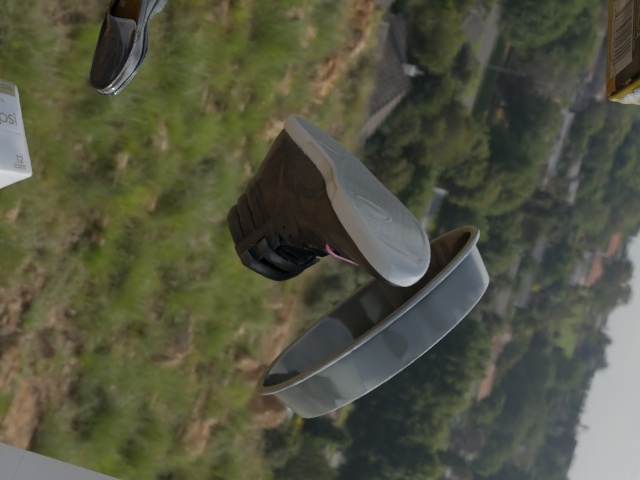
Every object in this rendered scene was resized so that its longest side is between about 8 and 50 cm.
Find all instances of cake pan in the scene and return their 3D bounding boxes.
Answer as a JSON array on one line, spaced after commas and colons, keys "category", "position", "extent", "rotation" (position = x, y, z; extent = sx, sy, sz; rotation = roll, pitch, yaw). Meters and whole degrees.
[{"category": "cake pan", "position": [0.062, 0.090, 1.118], "extent": [0.293, 0.054, 0.293], "rotation": [-36, -175, 4]}]

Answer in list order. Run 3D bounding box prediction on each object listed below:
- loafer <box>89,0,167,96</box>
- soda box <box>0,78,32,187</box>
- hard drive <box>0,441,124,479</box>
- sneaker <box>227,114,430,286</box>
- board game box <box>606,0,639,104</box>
[{"category": "loafer", "position": [-0.228, -0.249, 1.198], "extent": [0.170, 0.062, 0.061], "rotation": [-69, 162, 2]}, {"category": "soda box", "position": [-0.299, -0.047, 0.694], "extent": [0.074, 0.216, 0.069], "rotation": [6, 69, -62]}, {"category": "hard drive", "position": [-0.232, 0.385, 1.148], "extent": [0.047, 0.353, 0.233], "rotation": [100, 7, -61]}, {"category": "sneaker", "position": [0.000, 0.000, 1.015], "extent": [0.104, 0.296, 0.147], "rotation": [26, 107, -33]}, {"category": "board game box", "position": [0.163, -0.118, 0.317], "extent": [0.048, 0.141, 0.170], "rotation": [122, -26, -76]}]
